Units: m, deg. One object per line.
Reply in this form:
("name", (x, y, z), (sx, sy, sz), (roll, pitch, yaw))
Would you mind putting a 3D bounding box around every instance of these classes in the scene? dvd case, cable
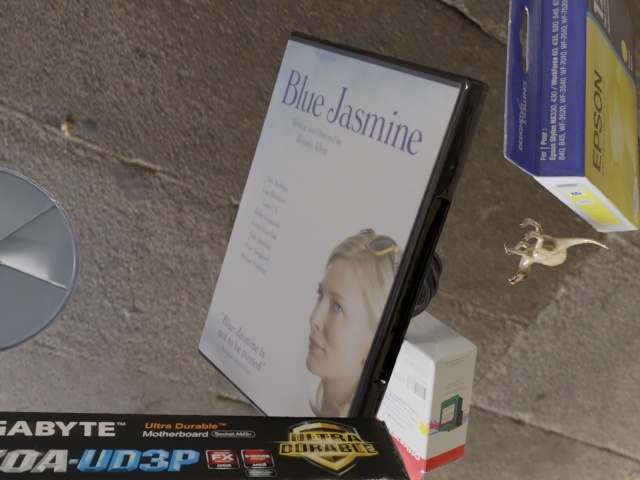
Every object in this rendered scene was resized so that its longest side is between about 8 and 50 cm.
("dvd case", (0.000, 0.000, 0.517), (0.022, 0.180, 0.253), (8, 105, -40))
("cable", (0.082, 0.060, 1.057), (0.150, 0.185, 0.047), (12, 134, 14))

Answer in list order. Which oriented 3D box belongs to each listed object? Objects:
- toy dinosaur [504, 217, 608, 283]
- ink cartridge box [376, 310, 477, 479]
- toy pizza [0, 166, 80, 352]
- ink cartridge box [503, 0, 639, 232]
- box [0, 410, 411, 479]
("toy dinosaur", (0.351, 0.007, 1.218), (0.092, 0.053, 0.183), (36, 142, -17))
("ink cartridge box", (0.140, 0.228, 1.114), (0.078, 0.134, 0.231), (-13, 118, -29))
("toy pizza", (-0.349, 0.018, 0.796), (0.201, 0.201, 0.032), (10, 160, -26))
("ink cartridge box", (0.308, -0.193, 0.922), (0.072, 0.304, 0.307), (-3, 165, 33))
("box", (-0.081, 0.168, 0.380), (0.220, 0.051, 0.175), (4, 115, -18))
